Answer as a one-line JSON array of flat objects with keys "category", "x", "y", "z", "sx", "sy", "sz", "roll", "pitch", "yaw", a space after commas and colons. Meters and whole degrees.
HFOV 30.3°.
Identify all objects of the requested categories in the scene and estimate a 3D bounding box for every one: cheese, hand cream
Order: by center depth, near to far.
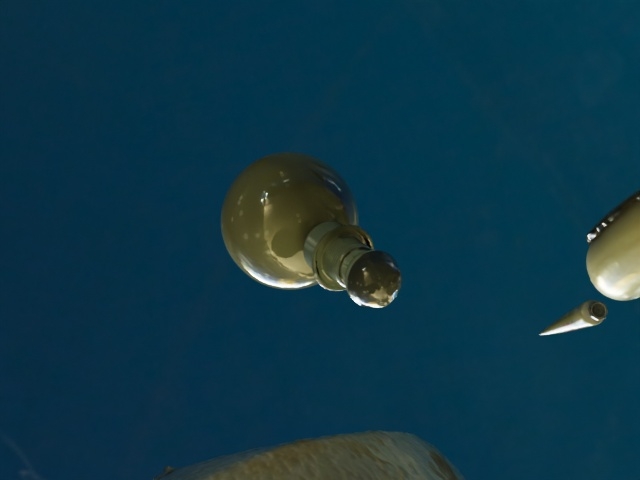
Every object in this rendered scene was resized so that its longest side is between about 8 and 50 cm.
[{"category": "cheese", "x": 0.255, "y": -0.031, "z": 0.736, "sx": 0.127, "sy": 0.054, "sz": 0.251, "roll": -14, "pitch": -18, "yaw": -13}, {"category": "hand cream", "x": 0.223, "y": 0.069, "z": 1.034, "sx": 0.035, "sy": 0.022, "sz": 0.102, "roll": -25, "pitch": -8, "yaw": -16}]

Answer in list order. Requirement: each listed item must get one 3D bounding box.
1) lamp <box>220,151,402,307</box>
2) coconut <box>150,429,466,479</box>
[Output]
[{"category": "lamp", "x": 0.000, "y": 0.000, "z": 0.743, "sx": 0.091, "sy": 0.163, "sz": 0.091, "roll": -11, "pitch": -67, "yaw": -26}, {"category": "coconut", "x": -0.013, "y": 0.205, "z": 0.512, "sx": 0.245, "sy": 0.247, "sz": 0.245, "roll": -22, "pitch": -44, "yaw": -22}]
